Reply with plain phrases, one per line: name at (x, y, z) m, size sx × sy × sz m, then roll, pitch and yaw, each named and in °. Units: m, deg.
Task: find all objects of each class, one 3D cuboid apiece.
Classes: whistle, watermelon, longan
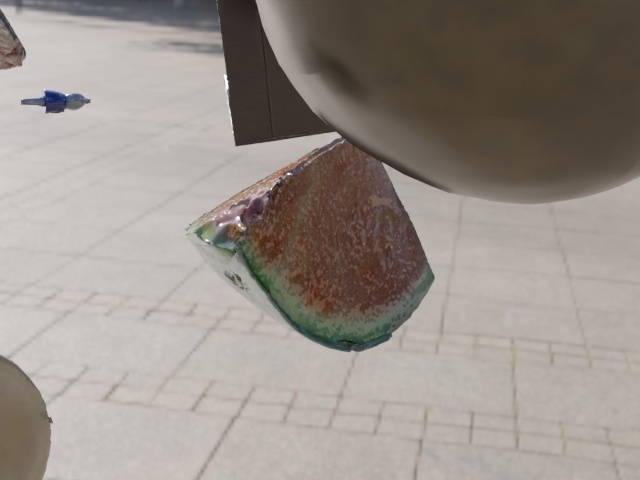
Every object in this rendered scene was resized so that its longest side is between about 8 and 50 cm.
whistle at (-0.319, -0.167, 1.360) m, size 0.083 × 0.029 × 0.033 m, roll -3°, pitch 7°, yaw -23°
watermelon at (-0.335, -0.222, 1.107) m, size 0.094 × 0.081 × 0.180 m, roll 33°, pitch -5°, yaw 6°
longan at (0.091, -0.146, 0.519) m, size 0.258 × 0.258 × 0.258 m, roll 2°, pitch 13°, yaw -1°
watermelon at (-0.004, 0.018, 0.809) m, size 0.128 × 0.146 × 0.231 m, roll -25°, pitch 8°, yaw 39°

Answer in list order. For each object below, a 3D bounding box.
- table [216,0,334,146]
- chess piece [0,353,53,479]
table at (-0.005, -0.207, 1.117) m, size 0.193 × 0.169 × 0.172 m, roll -7°, pitch 34°, yaw -5°
chess piece at (-0.296, 0.098, 0.705) m, size 0.143 × 0.142 × 0.261 m, roll -10°, pitch 20°, yaw -43°
